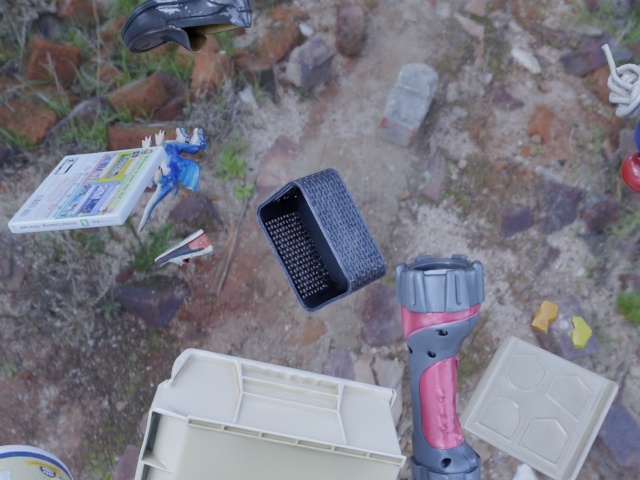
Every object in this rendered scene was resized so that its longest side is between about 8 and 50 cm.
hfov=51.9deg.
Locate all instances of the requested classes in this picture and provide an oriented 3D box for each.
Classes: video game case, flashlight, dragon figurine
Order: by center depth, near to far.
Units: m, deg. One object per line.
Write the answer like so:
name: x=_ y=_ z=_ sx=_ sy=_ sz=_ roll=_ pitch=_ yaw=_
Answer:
flashlight: x=0.150 y=0.173 z=0.781 sx=0.103 sy=0.304 sz=0.103 roll=-4 pitch=9 yaw=13
video game case: x=-0.378 y=-0.087 z=1.086 sx=0.193 sy=0.023 sz=0.212 roll=-4 pitch=36 yaw=12
dragon figurine: x=-0.320 y=-0.144 z=1.441 sx=0.144 sy=0.085 sz=0.290 roll=27 pitch=54 yaw=-48

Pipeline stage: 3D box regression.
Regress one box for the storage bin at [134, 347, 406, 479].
storage bin: x=-0.070 y=0.281 z=0.721 sx=0.260 sy=0.263 sz=0.123 roll=14 pitch=19 yaw=-8

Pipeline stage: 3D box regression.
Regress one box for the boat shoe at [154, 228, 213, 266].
boat shoe: x=-0.252 y=0.023 z=1.208 sx=0.043 sy=0.137 sz=0.049 roll=56 pitch=35 yaw=-12

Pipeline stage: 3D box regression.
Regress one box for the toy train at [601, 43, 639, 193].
toy train: x=0.308 y=-0.080 z=0.485 sx=0.143 sy=0.105 sz=0.248 roll=4 pitch=47 yaw=2

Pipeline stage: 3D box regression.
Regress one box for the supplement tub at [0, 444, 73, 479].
supplement tub: x=-0.494 y=0.505 z=1.039 sx=0.228 sy=0.229 sz=0.316 roll=-16 pitch=27 yaw=-20

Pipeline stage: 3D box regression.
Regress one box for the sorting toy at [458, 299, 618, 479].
sorting toy: x=0.428 y=0.272 z=1.241 sx=0.229 sy=0.041 sz=0.307 roll=22 pitch=68 yaw=34

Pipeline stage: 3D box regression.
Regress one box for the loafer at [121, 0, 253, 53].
loafer: x=-0.143 y=-0.226 z=0.690 sx=0.062 sy=0.170 sz=0.061 roll=-19 pitch=94 yaw=-55

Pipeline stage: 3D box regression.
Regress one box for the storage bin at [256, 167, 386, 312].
storage bin: x=0.000 y=0.000 z=0.969 sx=0.084 sy=0.122 sz=0.180 roll=-25 pitch=85 yaw=-42
